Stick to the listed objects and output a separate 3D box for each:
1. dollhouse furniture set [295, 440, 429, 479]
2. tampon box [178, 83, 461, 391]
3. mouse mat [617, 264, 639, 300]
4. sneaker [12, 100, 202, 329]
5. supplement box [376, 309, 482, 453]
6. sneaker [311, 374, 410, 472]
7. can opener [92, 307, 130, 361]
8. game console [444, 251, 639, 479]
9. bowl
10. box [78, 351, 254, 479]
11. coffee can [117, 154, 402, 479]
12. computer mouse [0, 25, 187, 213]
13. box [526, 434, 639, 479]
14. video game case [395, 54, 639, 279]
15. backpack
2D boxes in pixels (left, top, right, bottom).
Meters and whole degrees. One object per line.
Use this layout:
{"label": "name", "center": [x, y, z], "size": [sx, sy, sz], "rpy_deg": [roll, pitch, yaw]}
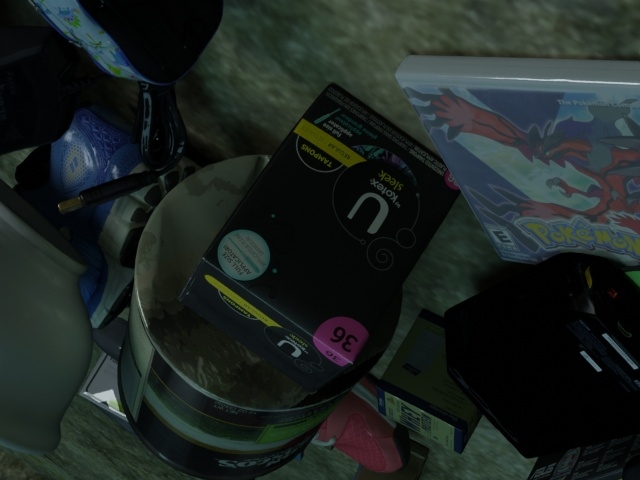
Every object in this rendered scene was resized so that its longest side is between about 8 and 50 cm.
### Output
{"label": "dollhouse furniture set", "center": [0.006, 0.263, 1.362], "size": [0.184, 0.129, 0.129], "rpy_deg": [27, 155, 12]}
{"label": "tampon box", "center": [0.000, 0.000, 0.839], "size": [0.120, 0.161, 0.101], "rpy_deg": [34, 156, -3]}
{"label": "mouse mat", "center": [0.271, 0.070, 0.713], "size": [0.152, 0.007, 0.190], "rpy_deg": [51, 160, -14]}
{"label": "sneaker", "center": [-0.195, -0.030, 1.110], "size": [0.147, 0.130, 0.330], "rpy_deg": [46, 154, 9]}
{"label": "supplement box", "center": [0.103, 0.120, 1.030], "size": [0.083, 0.083, 0.056], "rpy_deg": [25, 155, 19]}
{"label": "sneaker", "center": [-0.050, 0.162, 1.235], "size": [0.314, 0.136, 0.116], "rpy_deg": [40, 156, -14]}
{"label": "can opener", "center": [-0.283, 0.058, 1.378], "size": [0.284, 0.095, 0.076], "rpy_deg": [22, 154, 10]}
{"label": "game console", "center": [0.242, 0.167, 0.862], "size": [0.361, 0.044, 0.213], "rpy_deg": [48, 154, -3]}
{"label": "bowl", "center": [-0.282, 0.023, 0.968], "size": [0.298, 0.134, 0.298], "rpy_deg": [42, 177, 3]}
{"label": "box", "center": [-0.170, 0.222, 1.501], "size": [0.169, 0.087, 0.290], "rpy_deg": [26, 164, 15]}
{"label": "coffee can", "center": [-0.063, 0.076, 1.010], "size": [0.202, 0.201, 0.275], "rpy_deg": [33, 156, 2]}
{"label": "computer mouse", "center": [-0.220, -0.083, 0.869], "size": [0.060, 0.262, 0.184], "rpy_deg": [53, 159, 37]}
{"label": "box", "center": [0.315, 0.242, 1.025], "size": [0.216, 0.060, 0.270], "rpy_deg": [35, 156, -1]}
{"label": "video game case", "center": [0.163, -0.038, 0.735], "size": [0.201, 0.023, 0.183], "rpy_deg": [10, 147, 42]}
{"label": "backpack", "center": [-0.122, -0.160, 0.763], "size": [0.084, 0.105, 0.114], "rpy_deg": [11, 148, 44]}
